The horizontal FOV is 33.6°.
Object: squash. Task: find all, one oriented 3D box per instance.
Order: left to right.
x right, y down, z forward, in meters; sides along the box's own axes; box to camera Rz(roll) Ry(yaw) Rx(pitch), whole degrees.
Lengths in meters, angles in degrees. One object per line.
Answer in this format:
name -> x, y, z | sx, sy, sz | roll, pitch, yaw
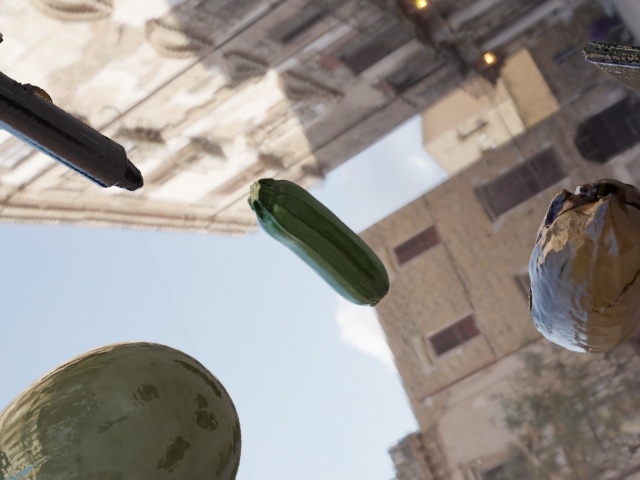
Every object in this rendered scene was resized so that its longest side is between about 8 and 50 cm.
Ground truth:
squash -> 0.000, 0.000, 1.244 | 0.219, 0.068, 0.077 | 39, -133, -26

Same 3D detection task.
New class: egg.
egg -> -0.220, 0.222, 1.047 | 0.218, 0.295, 0.218 | 58, 162, 31

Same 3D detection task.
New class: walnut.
walnut -> 0.272, 0.031, 1.047 | 0.245, 0.137, 0.137 | 91, 164, -55

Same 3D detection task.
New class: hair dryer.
hair dryer -> -0.207, -0.074, 0.684 | 0.070, 0.114, 0.248 | 51, -171, 33

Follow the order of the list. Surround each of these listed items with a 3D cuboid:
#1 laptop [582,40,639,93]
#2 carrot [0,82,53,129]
laptop -> 0.408, -0.186, 1.214 | 0.207, 0.153, 0.026 | 11, -88, -53
carrot -> -0.477, -0.173, 1.438 | 0.070, 0.260, 0.070 | 6, -97, -62
